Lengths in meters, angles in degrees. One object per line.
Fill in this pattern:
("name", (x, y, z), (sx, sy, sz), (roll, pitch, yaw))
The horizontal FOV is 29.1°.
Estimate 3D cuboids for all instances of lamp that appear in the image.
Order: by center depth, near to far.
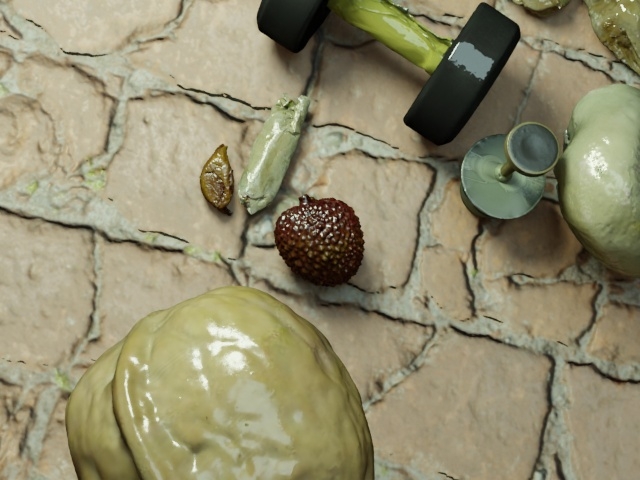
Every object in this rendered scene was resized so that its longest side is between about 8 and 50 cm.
("lamp", (0.254, -0.092, 1.673), (0.121, 0.215, 0.121), (2, 78, -10))

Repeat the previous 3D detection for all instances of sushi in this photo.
("sushi", (-0.141, -0.084, 1.700), (0.050, 0.047, 0.099), (5, 94, 4))

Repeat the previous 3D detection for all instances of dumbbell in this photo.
("dumbbell", (0.094, -0.294, 1.701), (0.322, 0.204, 0.204), (33, 75, 0))

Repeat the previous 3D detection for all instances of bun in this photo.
("bun", (0.406, -0.072, 1.688), (0.168, 0.273, 0.273), (-10, 76, 30))

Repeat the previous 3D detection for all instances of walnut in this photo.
("walnut", (-0.117, 0.247, 1.489), (0.381, 0.381, 0.381), (2, 77, -8))

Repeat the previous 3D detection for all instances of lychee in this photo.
("lychee", (0.003, 0.000, 1.663), (0.123, 0.123, 0.129), (-38, 85, -14))

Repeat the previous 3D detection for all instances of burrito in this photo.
("burrito", (-0.068, -0.123, 1.719), (0.058, 0.045, 0.188), (21, 77, 4))

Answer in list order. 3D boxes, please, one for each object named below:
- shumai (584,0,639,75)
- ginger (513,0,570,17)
("shumai", (0.558, -0.365, 1.759), (0.314, 0.262, 0.267), (36, 76, -1))
("ginger", (0.287, -0.419, 1.828), (0.213, 0.074, 0.137), (23, 75, 3))
